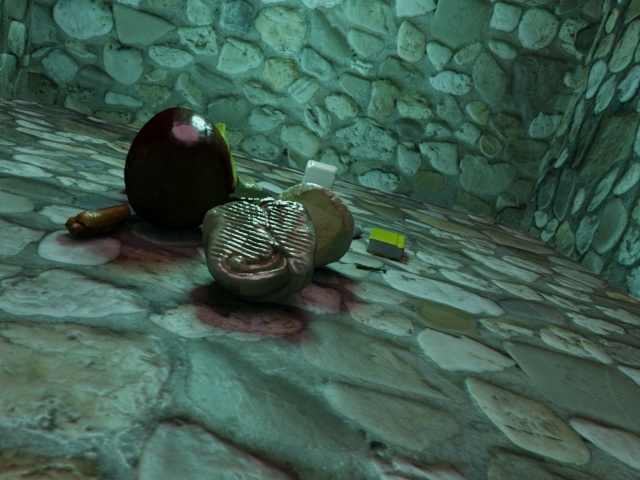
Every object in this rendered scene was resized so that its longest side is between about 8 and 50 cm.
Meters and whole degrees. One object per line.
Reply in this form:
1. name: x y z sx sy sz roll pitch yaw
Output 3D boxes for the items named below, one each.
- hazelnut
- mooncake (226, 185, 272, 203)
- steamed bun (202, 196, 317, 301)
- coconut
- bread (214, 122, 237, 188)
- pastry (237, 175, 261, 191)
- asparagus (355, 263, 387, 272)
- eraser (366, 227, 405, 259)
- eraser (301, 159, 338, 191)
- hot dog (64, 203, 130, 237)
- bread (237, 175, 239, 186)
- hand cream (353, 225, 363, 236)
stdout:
1. hazelnut: -0.472 -0.245 1.618 0.353 0.420 0.421 0 15 5
2. mooncake: -0.319 -0.148 1.980 0.229 0.124 0.228 10 19 -3
3. steamed bun: -0.165 0.045 1.323 0.310 0.219 0.324 -5 47 -16
4. coconut: -0.031 -0.046 1.600 0.298 0.297 0.309 17 1 4
5. bread: -0.538 -0.314 1.932 0.362 0.233 0.245 -14 28 -6
6. pastry: -0.376 -0.265 2.393 0.122 0.089 0.258 -5 19 -20
7. asparagus: 0.194 0.106 1.787 0.127 0.015 0.018 11 18 -15
8. eraser: 0.291 0.014 2.092 0.158 0.069 0.226 19 17 7
9. eraser: -0.040 -0.151 2.092 0.150 0.330 0.331 13 16 -2
10. hot dog: -0.662 -0.055 1.424 0.102 0.076 0.249 -19 6 16
11. bread: -0.431 -0.241 2.145 0.169 0.139 0.160 5 9 -26
12. hand cream: 0.115 -0.034 2.135 0.080 0.048 0.255 19 18 30
